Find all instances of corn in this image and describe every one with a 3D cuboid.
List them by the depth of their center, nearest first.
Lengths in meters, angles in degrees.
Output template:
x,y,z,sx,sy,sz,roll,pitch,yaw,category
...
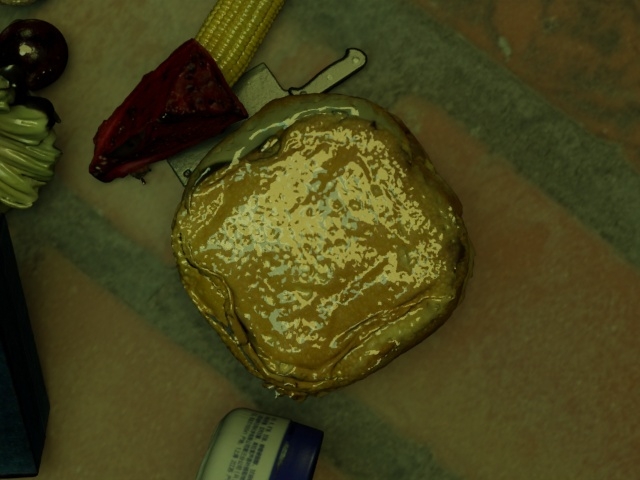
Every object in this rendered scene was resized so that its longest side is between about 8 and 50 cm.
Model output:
x,y,z,sx,sy,sz,roll,pitch,yaw,category
-0.081,-0.243,1.393,0.067,0.067,0.206,32,86,1,corn

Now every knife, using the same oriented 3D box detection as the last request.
x,y,z,sx,sy,sz,roll,pitch,yaw,category
-0.065,-0.153,1.414,0.245,0.019,0.072,-32,87,0,knife

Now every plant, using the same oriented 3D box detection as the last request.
x,y,z,sx,sy,sz,roll,pitch,yaw,category
-0.389,-0.131,1.312,0.261,0.297,0.305,7,125,-5,plant

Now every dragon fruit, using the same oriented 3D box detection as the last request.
x,y,z,sx,sy,sz,roll,pitch,yaw,category
-0.166,-0.105,1.350,0.192,0.122,0.092,-33,122,32,dragon fruit

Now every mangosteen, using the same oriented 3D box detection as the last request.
x,y,z,sx,sy,sz,roll,pitch,yaw,category
-0.311,-0.200,1.383,0.081,0.081,0.081,0,87,-1,mangosteen

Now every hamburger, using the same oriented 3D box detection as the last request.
x,y,z,sx,sy,sz,roll,pitch,yaw,category
0.000,0.000,1.337,0.319,0.158,0.318,0,88,-1,hamburger

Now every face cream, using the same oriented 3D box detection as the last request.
x,y,z,sx,sy,sz,roll,pitch,yaw,category
-0.074,0.274,1.301,0.111,0.206,0.206,14,87,4,face cream

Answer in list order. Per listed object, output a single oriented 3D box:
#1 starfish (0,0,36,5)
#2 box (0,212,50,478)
x,y,z,sx,sy,sz,roll,pitch,yaw,category
-0.343,-0.406,1.360,0.303,0.113,0.312,38,103,-3,starfish
-0.421,0.113,1.279,0.261,0.116,0.279,-3,130,-2,box
